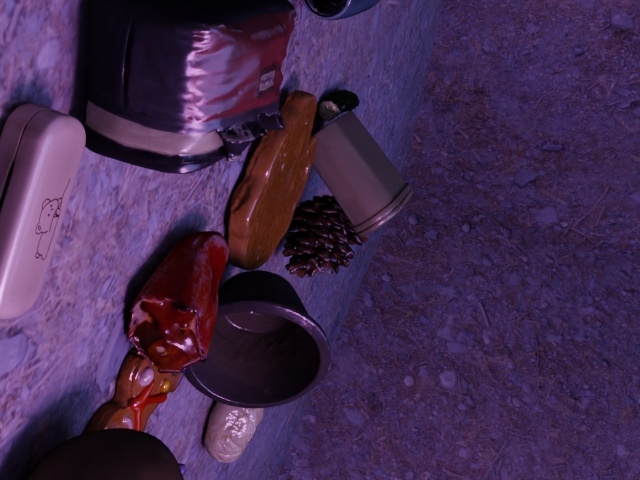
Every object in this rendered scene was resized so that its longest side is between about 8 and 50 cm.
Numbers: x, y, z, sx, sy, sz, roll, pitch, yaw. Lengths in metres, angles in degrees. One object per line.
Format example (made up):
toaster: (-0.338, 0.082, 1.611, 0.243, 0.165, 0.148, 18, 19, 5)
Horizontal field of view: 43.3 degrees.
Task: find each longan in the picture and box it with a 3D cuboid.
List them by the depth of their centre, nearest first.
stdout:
longan: (-0.269, 0.354, 0.993, 0.246, 0.215, 0.246, -14, 105, -61)

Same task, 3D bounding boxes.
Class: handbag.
handbag: (-0.131, -0.172, 0.858, 0.254, 0.181, 0.182, -47, 152, -60)

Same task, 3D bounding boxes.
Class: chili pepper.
chili pepper: (-0.197, 0.058, 1.201, 0.144, 0.136, 0.253, 47, 36, -27)

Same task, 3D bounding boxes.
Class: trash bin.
trash bin: (0.085, -0.157, 1.819, 0.121, 0.247, 0.243, -33, -176, 25)

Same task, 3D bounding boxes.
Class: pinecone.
pinecone: (0.005, -0.002, 1.860, 0.179, 0.184, 0.205, 54, 38, -36)

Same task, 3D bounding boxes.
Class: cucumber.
cucumber: (0.040, -0.317, 1.869, 0.187, 0.058, 0.058, -42, 150, -67)

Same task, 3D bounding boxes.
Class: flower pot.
flower pot: (-0.118, 0.163, 1.482, 0.166, 0.268, 0.269, -91, -170, -52)

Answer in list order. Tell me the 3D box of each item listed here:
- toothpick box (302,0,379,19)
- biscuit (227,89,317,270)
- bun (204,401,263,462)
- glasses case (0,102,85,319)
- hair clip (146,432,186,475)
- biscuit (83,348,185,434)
toothpick box: (0.039, -0.450, 1.416, 0.184, 0.120, 0.120, -51, 158, -57)
biscuit: (-0.089, -0.108, 1.546, 0.312, 0.057, 0.351, 59, 53, -78)
bun: (-0.191, 0.410, 1.827, 0.164, 0.111, 0.188, 95, 13, -64)
glasses case: (-0.271, -0.026, 0.737, 0.083, 0.050, 0.196, -19, 128, -80)
hair clip: (-0.313, 0.465, 1.335, 0.137, 0.090, 0.279, 65, 45, -64)
biscuit: (-0.276, 0.246, 1.252, 0.324, 0.049, 0.206, -51, 159, -58)
